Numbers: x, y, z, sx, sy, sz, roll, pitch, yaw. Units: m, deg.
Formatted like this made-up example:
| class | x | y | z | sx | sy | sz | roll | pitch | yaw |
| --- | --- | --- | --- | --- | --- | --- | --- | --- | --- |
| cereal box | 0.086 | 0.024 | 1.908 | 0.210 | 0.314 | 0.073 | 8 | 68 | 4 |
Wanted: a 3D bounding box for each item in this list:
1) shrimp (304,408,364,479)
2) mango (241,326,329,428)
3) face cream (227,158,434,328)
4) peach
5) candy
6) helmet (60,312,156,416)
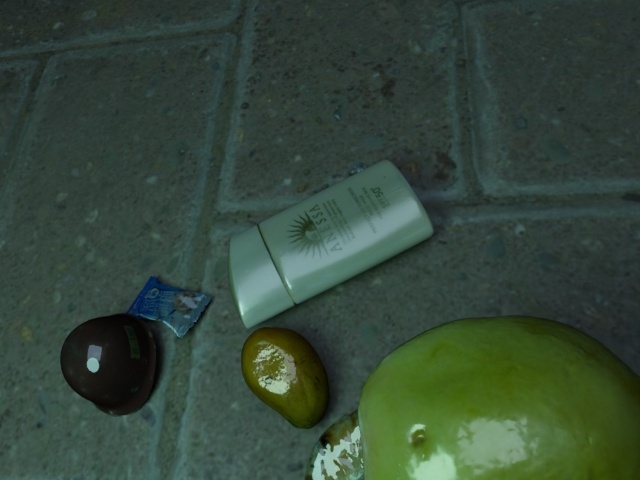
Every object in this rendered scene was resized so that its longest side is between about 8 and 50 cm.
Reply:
| class | x | y | z | sx | sy | sz | roll | pitch | yaw |
| --- | --- | --- | --- | --- | --- | --- | --- | --- | --- |
| shrimp | 0.157 | 0.319 | 0.768 | 0.365 | 0.071 | 0.233 | -18 | 70 | 3 |
| mango | -0.050 | 0.200 | 0.860 | 0.165 | 0.089 | 0.115 | 32 | 75 | 23 |
| face cream | 0.000 | 0.000 | 0.955 | 0.348 | 0.081 | 0.173 | -26 | 60 | -1 |
| peach | 0.201 | 0.227 | 0.614 | 0.315 | 0.314 | 0.281 | -25 | 20 | 2 |
| candy | -0.267 | 0.116 | 0.986 | 0.136 | 0.038 | 0.088 | 16 | 56 | 20 |
| helmet | -0.357 | 0.200 | 0.914 | 0.155 | 0.106 | 0.175 | -21 | 72 | 14 |
